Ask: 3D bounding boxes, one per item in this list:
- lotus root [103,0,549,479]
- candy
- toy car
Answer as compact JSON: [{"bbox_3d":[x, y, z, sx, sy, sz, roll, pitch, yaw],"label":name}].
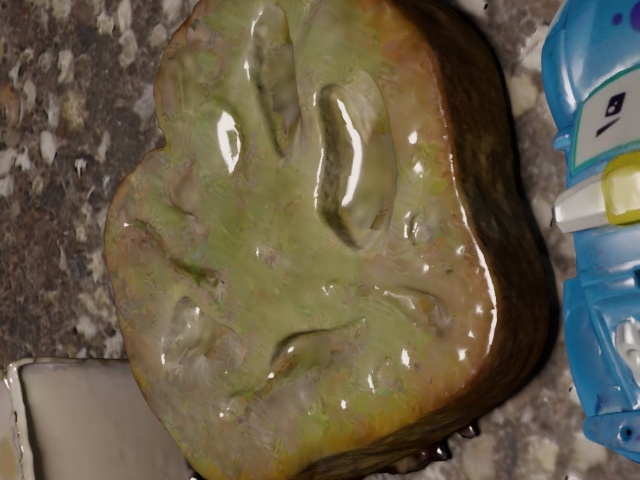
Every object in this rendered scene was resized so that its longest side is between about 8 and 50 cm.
[{"bbox_3d":[0.000,0.000,0.995,0.375,0.111,0.390,26,107,38],"label":"lotus root"},{"bbox_3d":[-0.195,0.194,1.130,0.137,0.195,0.185,-35,62,38],"label":"candy"},{"bbox_3d":[0.202,-0.032,0.746,0.198,0.166,0.314,-12,81,41],"label":"toy car"}]
